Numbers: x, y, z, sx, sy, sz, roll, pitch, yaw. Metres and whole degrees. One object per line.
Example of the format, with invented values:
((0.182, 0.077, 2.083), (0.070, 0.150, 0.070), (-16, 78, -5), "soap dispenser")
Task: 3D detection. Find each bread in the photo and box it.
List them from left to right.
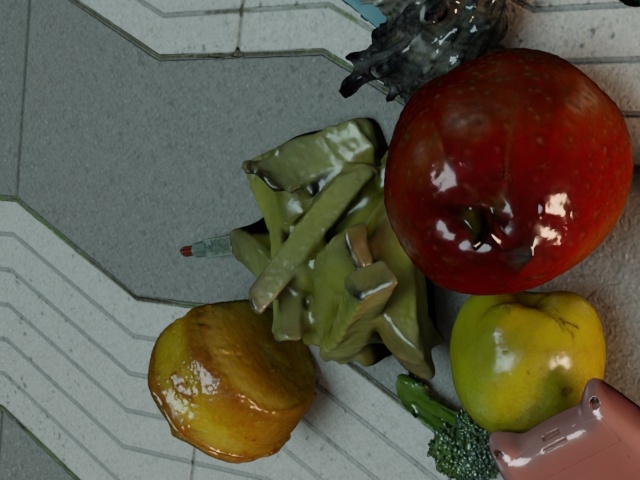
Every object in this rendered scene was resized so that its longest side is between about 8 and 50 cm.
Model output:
((-0.124, 0.198, 2.105), (0.146, 0.268, 0.268), (-45, 68, 30), "bread")

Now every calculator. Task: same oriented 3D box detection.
((0.073, -0.319, 1.983), (0.172, 0.018, 0.057), (44, 125, 28), "calculator")
((0.360, 0.320, 1.732), (0.220, 0.048, 0.330), (-35, 105, 31), "calculator")

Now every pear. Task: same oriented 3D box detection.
((0.250, 0.150, 1.799), (0.200, 0.200, 0.200), (9, 104, 41), "pear")

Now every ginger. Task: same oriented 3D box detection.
((0.000, 0.000, 1.985), (0.413, 0.211, 0.358), (21, 110, 38), "ginger")

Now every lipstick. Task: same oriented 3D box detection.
((-0.171, 0.012, 2.257), (0.129, 0.030, 0.030), (-8, 93, 43), "lipstick")

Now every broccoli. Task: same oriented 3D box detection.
((0.166, 0.245, 1.965), (0.204, 0.122, 0.118), (40, 108, 46), "broccoli")

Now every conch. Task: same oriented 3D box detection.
((0.129, -0.289, 1.840), (0.241, 0.186, 0.313), (-116, 34, -40), "conch")

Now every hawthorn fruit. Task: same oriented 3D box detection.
((0.206, -0.064, 1.677), (0.284, 0.369, 0.285), (6, 111, 16), "hawthorn fruit")

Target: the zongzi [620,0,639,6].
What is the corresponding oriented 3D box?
((0.507, -0.323, 1.501), (0.383, 0.362, 0.319), (-106, 28, -62), "zongzi")
